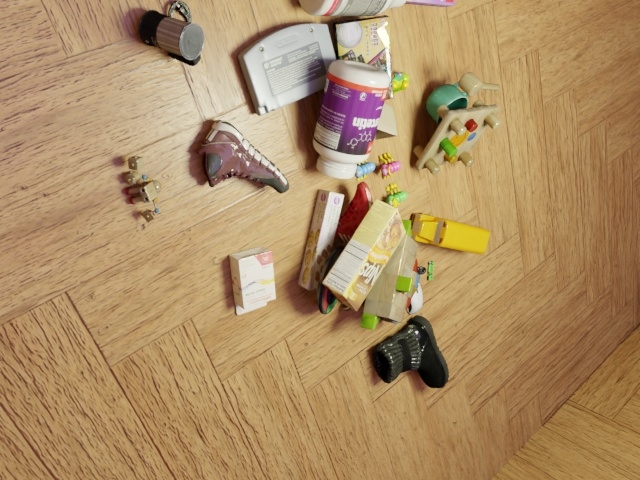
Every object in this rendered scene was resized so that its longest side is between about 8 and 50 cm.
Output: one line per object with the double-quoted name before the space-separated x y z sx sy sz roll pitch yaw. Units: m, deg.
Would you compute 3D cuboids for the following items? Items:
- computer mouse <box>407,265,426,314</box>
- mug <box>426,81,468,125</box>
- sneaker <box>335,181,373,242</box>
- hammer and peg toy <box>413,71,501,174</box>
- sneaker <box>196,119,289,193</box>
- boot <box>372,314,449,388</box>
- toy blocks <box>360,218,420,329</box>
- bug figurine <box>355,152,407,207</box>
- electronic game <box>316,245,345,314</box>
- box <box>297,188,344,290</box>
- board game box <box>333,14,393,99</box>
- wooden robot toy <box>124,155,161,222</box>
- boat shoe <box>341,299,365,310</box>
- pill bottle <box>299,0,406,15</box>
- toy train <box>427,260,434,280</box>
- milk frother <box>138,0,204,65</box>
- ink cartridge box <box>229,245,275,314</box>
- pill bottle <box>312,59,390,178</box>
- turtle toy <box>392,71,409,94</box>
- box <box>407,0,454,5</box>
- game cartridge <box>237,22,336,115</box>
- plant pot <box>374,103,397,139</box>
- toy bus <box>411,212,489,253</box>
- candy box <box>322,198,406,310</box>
"computer mouse" 0.371 0.203 2.066 0.106 0.042 0.193 -20 114 -32
"mug" 0.448 -0.489 1.873 0.157 0.097 0.129 -28 154 -13
"sneaker" 0.098 -0.080 1.724 0.128 0.087 0.221 -9 120 -12
"hammer and peg toy" 0.501 -0.395 1.832 0.265 0.127 0.361 -15 149 -33
"sneaker" -0.229 -0.188 1.486 0.281 0.106 0.162 42 82 -26
"boot" 0.347 0.490 2.069 0.260 0.131 0.348 -35 111 -32
"toy blocks" 0.267 0.141 1.878 0.261 0.190 0.382 31 70 -61
"bug figurine" 0.204 -0.173 1.818 0.216 0.072 0.279 -30 118 -27
"electronic game" 0.043 0.130 1.737 0.229 0.048 0.229 15 90 -74
"box" 0.000 0.000 1.720 0.063 0.067 0.324 8 99 -38
"board game box" 0.132 -0.542 1.618 0.165 0.042 0.243 -10 120 -6
"wooden robot toy" -0.446 -0.138 1.366 0.079 0.076 0.173 -56 138 -57
"boat shoe" 0.141 0.207 1.888 0.152 0.056 0.049 -37 117 -23
"pill bottle" 0.103 -0.734 1.517 0.318 0.176 0.176 -15 111 -33
"toy train" 0.435 0.120 2.107 0.023 0.017 0.083 -7 107 -24
"milk frother" -0.334 -0.511 1.282 0.143 0.134 0.129 -65 159 0
"ink cartridge box" -0.201 0.130 1.605 0.115 0.067 0.198 -16 112 -33
"pill bottle" 0.082 -0.355 1.579 0.181 0.181 0.323 -8 125 -35
"turtle toy" 0.240 -0.517 1.744 0.130 0.095 0.066 -15 91 -34
"box" 0.321 -0.871 1.715 0.293 0.057 0.201 -13 111 -33
"game cartridge" -0.087 -0.503 1.522 0.297 0.062 0.198 -31 115 -26
"plant pot" 0.179 -0.391 1.722 0.109 0.109 0.096 8 87 -38
"toy bus" 0.490 -0.024 2.034 0.332 0.130 0.108 9 97 -38
"candy box" 0.144 0.050 1.678 0.316 0.087 0.183 -57 153 -11
